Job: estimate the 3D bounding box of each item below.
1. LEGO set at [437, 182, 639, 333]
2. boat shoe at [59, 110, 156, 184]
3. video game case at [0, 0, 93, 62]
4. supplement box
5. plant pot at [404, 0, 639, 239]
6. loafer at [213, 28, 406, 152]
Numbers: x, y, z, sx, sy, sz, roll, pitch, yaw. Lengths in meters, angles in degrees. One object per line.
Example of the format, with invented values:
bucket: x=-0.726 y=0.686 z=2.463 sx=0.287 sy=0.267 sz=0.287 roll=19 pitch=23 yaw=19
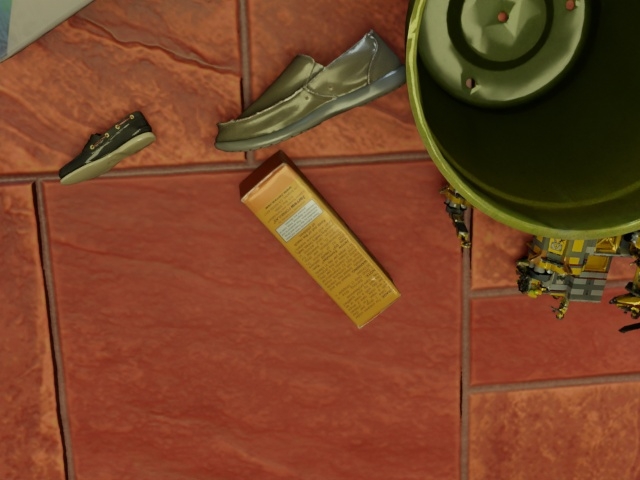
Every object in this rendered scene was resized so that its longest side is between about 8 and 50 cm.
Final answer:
LEGO set: x=0.284 y=0.022 z=1.329 sx=0.254 sy=0.331 sz=0.192 roll=0 pitch=110 yaw=-28
boat shoe: x=-0.265 y=-0.110 z=1.348 sx=0.133 sy=0.049 sz=0.042 roll=-30 pitch=81 yaw=10
video game case: x=-0.333 y=-0.379 z=1.120 sx=0.300 sy=0.036 sz=0.329 roll=-21 pitch=108 yaw=37
supplement box: x=0.000 y=0.000 z=1.394 sx=0.080 sy=0.078 sz=0.233 roll=-42 pitch=107 yaw=7
plant pot: x=0.243 y=-0.225 z=1.206 sx=0.366 sy=0.353 sz=0.367 roll=-2 pitch=107 yaw=-6
loafer: x=-0.020 y=-0.180 z=1.337 sx=0.251 sy=0.094 sz=0.087 roll=-24 pitch=97 yaw=-3
